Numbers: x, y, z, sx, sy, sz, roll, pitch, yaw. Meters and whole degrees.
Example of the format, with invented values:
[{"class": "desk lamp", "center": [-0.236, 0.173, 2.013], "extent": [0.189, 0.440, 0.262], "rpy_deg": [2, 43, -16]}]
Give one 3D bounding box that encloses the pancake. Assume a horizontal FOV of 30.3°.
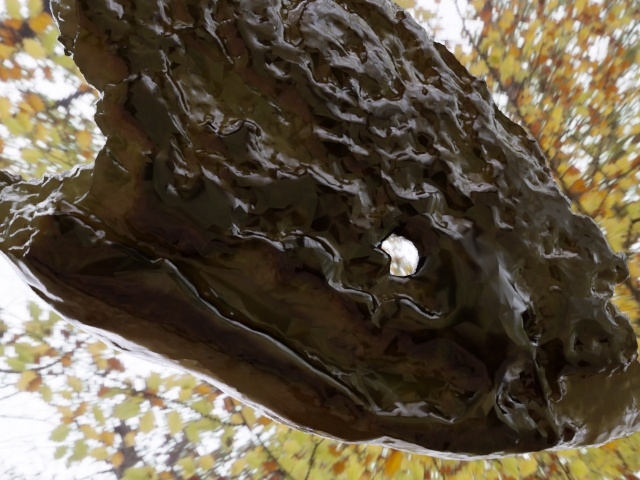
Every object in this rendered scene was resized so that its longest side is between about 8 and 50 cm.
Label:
[{"class": "pancake", "center": [0.000, 0.000, 0.415], "extent": [0.212, 0.056, 0.257], "rpy_deg": [-30, -105, -41]}]
